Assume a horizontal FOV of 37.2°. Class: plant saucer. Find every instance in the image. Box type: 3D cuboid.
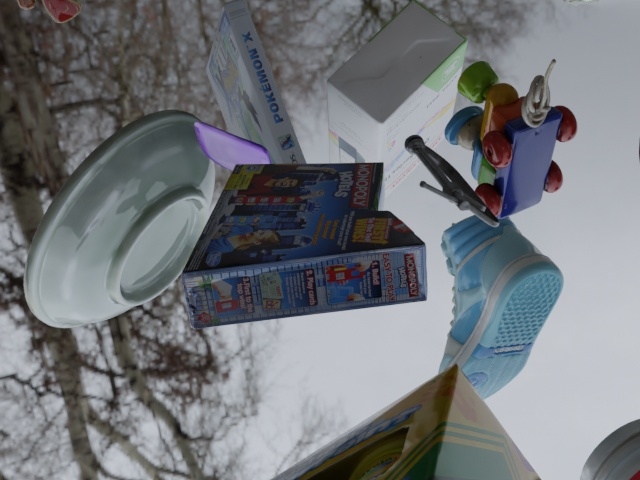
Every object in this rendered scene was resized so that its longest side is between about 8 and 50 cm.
[{"bbox_3d":[-0.278,-0.010,1.491,0.100,0.400,0.400,34,-142,17],"label":"plant saucer"}]

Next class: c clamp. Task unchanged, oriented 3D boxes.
[{"bbox_3d":[0.134,-0.068,1.013,0.137,0.022,0.161,30,-162,-29],"label":"c clamp"}]

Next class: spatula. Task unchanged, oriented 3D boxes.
[{"bbox_3d":[-0.019,-0.038,1.038,0.296,0.084,0.030,38,-110,19],"label":"spatula"}]

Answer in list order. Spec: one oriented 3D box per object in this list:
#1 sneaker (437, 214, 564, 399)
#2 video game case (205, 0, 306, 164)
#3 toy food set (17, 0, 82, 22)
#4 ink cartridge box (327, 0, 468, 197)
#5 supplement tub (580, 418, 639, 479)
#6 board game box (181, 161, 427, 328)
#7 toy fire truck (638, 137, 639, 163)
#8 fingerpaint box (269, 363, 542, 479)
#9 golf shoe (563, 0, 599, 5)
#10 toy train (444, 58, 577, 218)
[{"bbox_3d":[0.239,0.092,1.461,0.127,0.319,0.208,2,-139,-28],"label":"sneaker"},{"bbox_3d":[-0.098,-0.171,1.444,0.036,0.300,0.329,-21,179,-13],"label":"video game case"},{"bbox_3d":[-0.230,-0.216,0.743,0.078,0.122,0.019,-41,-149,18],"label":"toy food set"},{"bbox_3d":[0.120,-0.200,1.574,0.119,0.353,0.207,40,-106,16],"label":"ink cartridge box"},{"bbox_3d":[0.501,0.391,1.295,0.191,0.191,0.272,-14,-145,-17],"label":"supplement tub"},{"bbox_3d":[0.000,0.000,0.835,0.194,0.060,0.194,1,-148,10],"label":"board game box"},{"bbox_3d":[0.399,-0.169,0.824,0.302,0.254,0.169,-10,178,-25],"label":"toy fire truck"},{"bbox_3d":[-0.039,0.324,0.784,0.444,0.163,0.371,-35,-179,16],"label":"fingerpaint box"},{"bbox_3d":[0.381,-0.368,1.211,0.176,0.069,0.086,-30,164,12],"label":"golf shoe"},{"bbox_3d":[0.206,-0.151,1.063,0.105,0.248,0.143,-22,-125,-15],"label":"toy train"}]
